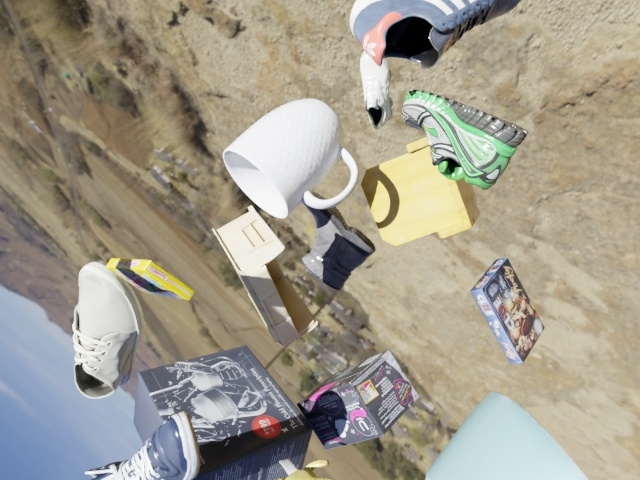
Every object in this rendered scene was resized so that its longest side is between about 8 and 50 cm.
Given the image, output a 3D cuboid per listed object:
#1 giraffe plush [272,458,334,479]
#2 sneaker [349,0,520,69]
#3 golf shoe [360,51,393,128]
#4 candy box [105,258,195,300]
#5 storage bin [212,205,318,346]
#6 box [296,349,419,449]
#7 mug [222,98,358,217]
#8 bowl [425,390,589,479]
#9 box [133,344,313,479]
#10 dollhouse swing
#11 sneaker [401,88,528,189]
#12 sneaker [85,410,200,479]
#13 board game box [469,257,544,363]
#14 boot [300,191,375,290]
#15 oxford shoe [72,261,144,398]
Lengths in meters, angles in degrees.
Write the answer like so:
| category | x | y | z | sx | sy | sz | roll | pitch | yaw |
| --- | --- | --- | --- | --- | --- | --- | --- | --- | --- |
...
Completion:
| category | x | y | z | sx | sy | sz | roll | pitch | yaw |
| --- | --- | --- | --- | --- | --- | --- | --- | --- | --- |
| giraffe plush | -0.036 | 0.533 | 0.927 | 0.210 | 0.181 | 0.170 | -164 | 63 | -85 |
| sneaker | 0.239 | -0.411 | 0.955 | 0.131 | 0.350 | 0.148 | 83 | 170 | -65 |
| golf shoe | 0.126 | -0.337 | 1.127 | 0.069 | 0.086 | 0.176 | -3 | 129 | 24 |
| candy box | -0.334 | 0.073 | 0.963 | 0.206 | 0.027 | 0.105 | -2 | 141 | 49 |
| storage bin | -0.139 | 0.092 | 1.270 | 0.260 | 0.123 | 0.262 | 46 | 161 | 52 |
| box | 0.090 | 0.395 | 1.223 | 0.142 | 0.163 | 0.247 | 58 | 137 | 6 |
| mug | -0.055 | -0.248 | 1.546 | 0.374 | 0.328 | 0.276 | 39 | 161 | 14 |
| bowl | 0.245 | 0.372 | 0.634 | 0.311 | 0.163 | 0.311 | 60 | 175 | 8 |
| box | -0.250 | 0.459 | 1.234 | 0.343 | 0.312 | 0.179 | 37 | 124 | 42 |
| dollhouse swing | 0.367 | -0.182 | 1.828 | 0.305 | 0.315 | 0.346 | -20 | 97 | 29 |
| sneaker | 0.255 | -0.213 | 1.019 | 0.134 | 0.146 | 0.343 | 14 | -159 | -25 |
| sneaker | -0.304 | 0.387 | 0.837 | 0.099 | 0.153 | 0.282 | 62 | 140 | 29 |
| board game box | 0.521 | 0.193 | 1.378 | 0.042 | 0.165 | 0.243 | -19 | 106 | 53 |
| boot | 0.000 | 0.000 | 1.695 | 0.338 | 0.222 | 0.118 | 45 | -161 | 7 |
| oxford shoe | -0.537 | 0.242 | 1.221 | 0.169 | 0.130 | 0.449 | 27 | 128 | 10 |
